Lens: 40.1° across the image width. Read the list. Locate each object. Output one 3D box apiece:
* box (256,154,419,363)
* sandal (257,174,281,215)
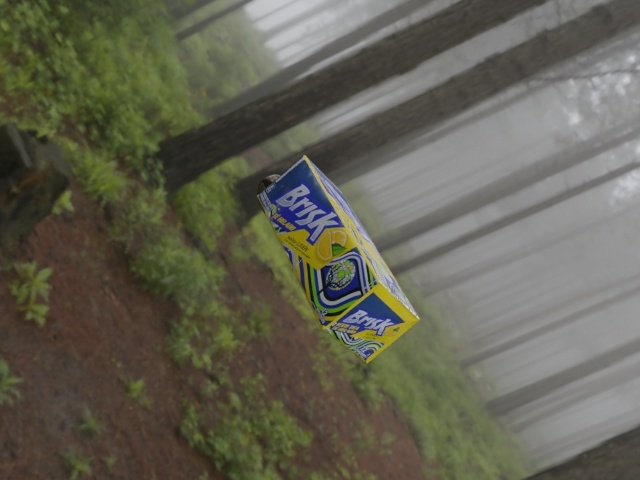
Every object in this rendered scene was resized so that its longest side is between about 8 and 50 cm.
[{"bbox_3d":[0.009,0.009,0.666,0.059,0.054,0.169,42,12,-40],"label":"box"},{"bbox_3d":[0.000,0.000,1.153,0.060,0.090,0.219,-40,95,-37],"label":"sandal"}]
